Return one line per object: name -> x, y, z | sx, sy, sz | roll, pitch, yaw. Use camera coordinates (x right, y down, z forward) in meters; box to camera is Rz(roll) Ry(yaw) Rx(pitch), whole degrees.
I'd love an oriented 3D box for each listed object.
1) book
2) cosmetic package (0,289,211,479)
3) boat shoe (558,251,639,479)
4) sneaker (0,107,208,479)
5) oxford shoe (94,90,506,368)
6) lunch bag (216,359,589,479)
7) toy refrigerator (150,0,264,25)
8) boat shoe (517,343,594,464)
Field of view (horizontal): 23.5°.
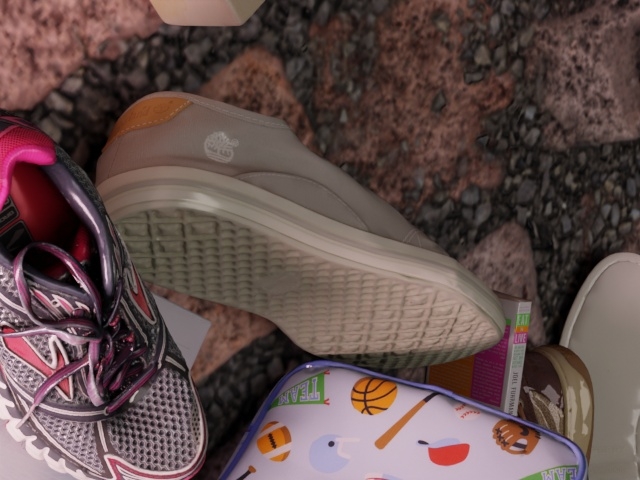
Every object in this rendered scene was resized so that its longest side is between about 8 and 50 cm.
book -> 0.141, 0.116, 1.401 | 0.035, 0.096, 0.144 | 0, 101, -42
cosmetic package -> -0.230, 0.103, 1.041 | 0.224, 0.138, 0.224 | 30, 79, -42
boat shoe -> 0.295, 0.168, 1.576 | 0.099, 0.116, 0.319 | -36, 128, -83
sneaker -> -0.153, 0.049, 0.927 | 0.121, 0.112, 0.299 | -49, 128, -25
oxford shoe -> 0.000, 0.000, 1.222 | 0.449, 0.169, 0.130 | 26, 47, -44
lunch bag -> 0.050, 0.234, 1.214 | 0.243, 0.303, 0.115 | -60, 147, -29
toy refrigerator -> -0.120, -0.285, 1.072 | 0.102, 0.094, 0.269 | -53, 130, -27
boat shoe -> 0.186, 0.273, 1.475 | 0.123, 0.123, 0.341 | -3, 100, -33
